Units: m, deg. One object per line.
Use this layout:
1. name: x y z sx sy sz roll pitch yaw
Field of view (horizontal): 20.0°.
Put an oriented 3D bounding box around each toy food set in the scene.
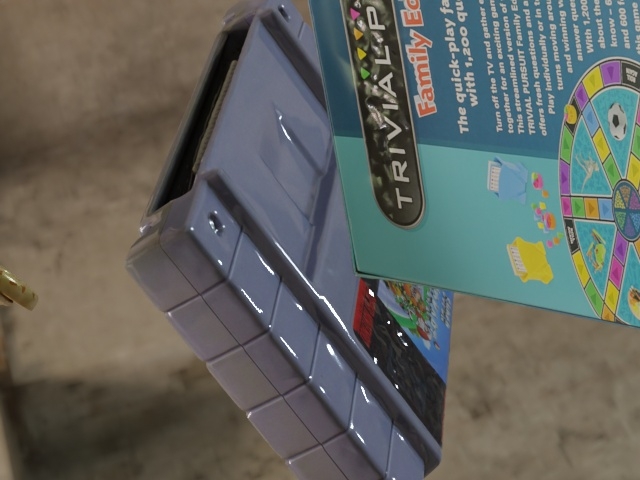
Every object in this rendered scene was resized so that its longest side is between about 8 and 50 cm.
1. toy food set: -0.179 0.001 0.901 0.020 0.083 0.082 -43 -46 -3

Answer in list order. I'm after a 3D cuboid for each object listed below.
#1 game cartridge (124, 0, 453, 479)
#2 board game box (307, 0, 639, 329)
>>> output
1. game cartridge: 0.000 0.000 1.114 0.068 0.355 0.230 -33 -69 22
2. board game box: 0.130 -0.093 0.734 0.079 0.336 0.253 -23 -69 -36
